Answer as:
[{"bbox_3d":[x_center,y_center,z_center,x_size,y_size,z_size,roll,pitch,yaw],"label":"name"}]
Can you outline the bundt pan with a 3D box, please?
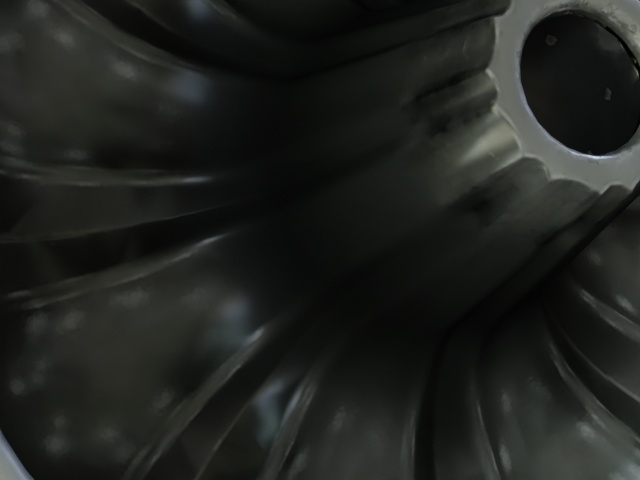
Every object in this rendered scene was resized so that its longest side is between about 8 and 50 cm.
[{"bbox_3d":[0.038,-0.025,0.424,0.331,0.331,0.124,-49,10,-24],"label":"bundt pan"}]
